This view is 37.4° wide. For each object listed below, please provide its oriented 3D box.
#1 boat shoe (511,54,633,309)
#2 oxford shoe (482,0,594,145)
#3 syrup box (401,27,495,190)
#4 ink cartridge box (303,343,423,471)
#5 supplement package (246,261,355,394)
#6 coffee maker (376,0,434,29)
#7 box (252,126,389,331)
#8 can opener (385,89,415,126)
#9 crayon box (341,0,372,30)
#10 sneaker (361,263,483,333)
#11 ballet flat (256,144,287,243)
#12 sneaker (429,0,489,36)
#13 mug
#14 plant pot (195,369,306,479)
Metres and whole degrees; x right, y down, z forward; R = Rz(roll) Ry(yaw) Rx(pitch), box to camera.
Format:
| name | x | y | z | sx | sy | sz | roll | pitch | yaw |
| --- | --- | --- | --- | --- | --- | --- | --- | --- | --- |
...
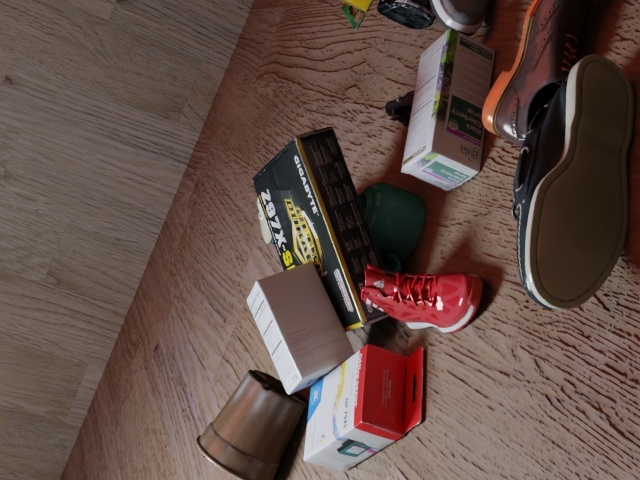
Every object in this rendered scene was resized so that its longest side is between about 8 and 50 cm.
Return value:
| name | x | y | z | sx | sy | sz | roll | pitch | yaw |
| --- | --- | --- | --- | --- | --- | --- | --- | --- | --- |
| boat shoe | 0.283 | -0.061 | 1.123 | 0.113 | 0.127 | 0.340 | -36 | 36 | 59 |
| oxford shoe | 0.325 | -0.254 | 1.291 | 0.098 | 0.097 | 0.271 | 43 | 116 | 48 |
| syrup box | 0.207 | -0.209 | 1.517 | 0.096 | 0.093 | 0.237 | -35 | 38 | 57 |
| ink cartridge box | 0.065 | 0.251 | 1.449 | 0.231 | 0.078 | 0.134 | -46 | 30 | 47 |
| supplement package | -0.034 | 0.144 | 1.556 | 0.179 | 0.105 | 0.105 | 65 | 158 | 16 |
| coffee maker | 0.194 | -0.512 | 1.860 | 0.171 | 0.120 | 0.178 | 41 | -109 | -86 |
| box | 0.000 | 0.000 | 1.606 | 0.322 | 0.079 | 0.257 | 70 | 159 | 5 |
| can opener | 0.172 | -0.246 | 1.695 | 0.073 | 0.059 | 0.186 | -70 | 19 | -4 |
| crayon box | 0.111 | -0.685 | 2.268 | 0.318 | 0.081 | 0.202 | -61 | 22 | 22 |
| sneaker | 0.132 | 0.080 | 1.370 | 0.221 | 0.128 | 0.087 | -31 | 43 | 62 |
| ballet flat | -0.107 | -0.115 | 2.264 | 0.248 | 0.086 | 0.086 | -66 | 20 | 9 |
| sneaker | 0.276 | -0.501 | 1.603 | 0.178 | 0.124 | 0.295 | 123 | 160 | -55 |
| mug | 0.105 | -0.026 | 1.592 | 0.129 | 0.097 | 0.158 | -61 | 21 | 21 |
| plant pot | -0.118 | 0.338 | 1.743 | 0.165 | 0.167 | 0.167 | -60 | 20 | 1 |
